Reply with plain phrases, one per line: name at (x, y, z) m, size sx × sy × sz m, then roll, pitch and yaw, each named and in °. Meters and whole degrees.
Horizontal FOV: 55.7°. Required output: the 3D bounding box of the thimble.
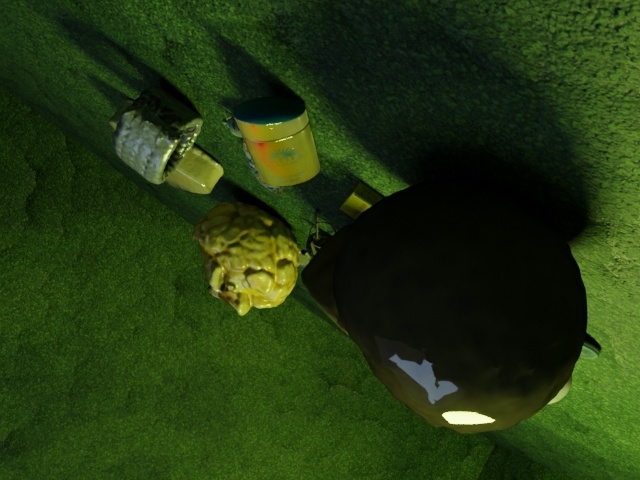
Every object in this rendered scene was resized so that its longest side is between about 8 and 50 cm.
thimble at (-0.427, -0.277, 1.584) m, size 0.157 × 0.217 × 0.245 m, roll 35°, pitch 160°, yaw -7°

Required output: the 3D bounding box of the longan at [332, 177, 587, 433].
longan at (0.229, 0.092, 1.015) m, size 0.436 × 0.403 × 0.404 m, roll 57°, pitch 177°, yaw 26°

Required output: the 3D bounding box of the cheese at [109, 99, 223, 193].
cheese at (-0.470, -0.265, 1.970) m, size 0.383 × 0.104 × 0.384 m, roll 32°, pitch 166°, yaw 9°

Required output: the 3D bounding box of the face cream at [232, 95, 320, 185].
face cream at (-0.083, -0.202, 1.257) m, size 0.139 × 0.067 × 0.285 m, roll -11°, pitch 159°, yaw 3°

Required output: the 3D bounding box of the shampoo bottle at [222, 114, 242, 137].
shampoo bottle at (-0.169, -0.259, 1.377) m, size 0.195 × 0.056 × 0.056 m, roll 19°, pitch 160°, yaw 46°

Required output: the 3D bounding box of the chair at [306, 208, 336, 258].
chair at (0.001, -0.001, 1.785) m, size 0.104 × 0.095 × 0.221 m, roll 41°, pitch 169°, yaw 9°

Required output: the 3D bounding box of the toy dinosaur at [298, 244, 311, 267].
toy dinosaur at (-0.094, 0.068, 2.320) m, size 0.251 × 0.072 × 0.199 m, roll 14°, pitch 168°, yaw 31°

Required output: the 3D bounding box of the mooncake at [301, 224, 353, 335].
mooncake at (0.147, 0.130, 1.529) m, size 0.378 × 0.201 × 0.378 m, roll 39°, pitch -170°, yaw -8°

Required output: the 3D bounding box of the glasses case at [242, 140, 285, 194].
glasses case at (-0.135, -0.188, 1.522) m, size 0.086 × 0.065 × 0.248 m, roll 32°, pitch 166°, yaw 14°

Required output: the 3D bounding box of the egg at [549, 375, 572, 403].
egg at (0.486, 0.315, 1.521) m, size 0.271 × 0.196 × 0.196 m, roll 26°, pitch 165°, yaw 19°

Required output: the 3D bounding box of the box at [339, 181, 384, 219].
box at (0.178, -0.024, 1.398) m, size 0.279 × 0.041 × 0.153 m, roll 34°, pitch 166°, yaw -2°

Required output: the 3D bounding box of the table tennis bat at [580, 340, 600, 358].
table tennis bat at (0.519, 0.222, 1.393) m, size 0.237 × 0.038 × 0.149 m, roll 21°, pitch 168°, yaw 9°

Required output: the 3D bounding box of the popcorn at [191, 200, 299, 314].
popcorn at (-0.241, 0.048, 2.077) m, size 0.344 × 0.353 × 0.390 m, roll 7°, pitch -114°, yaw -74°
